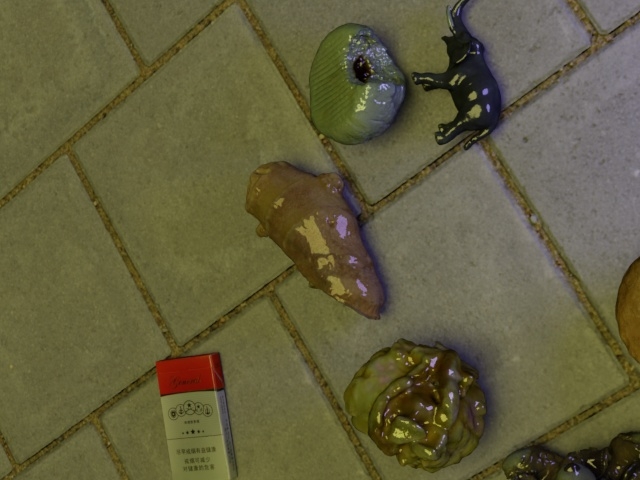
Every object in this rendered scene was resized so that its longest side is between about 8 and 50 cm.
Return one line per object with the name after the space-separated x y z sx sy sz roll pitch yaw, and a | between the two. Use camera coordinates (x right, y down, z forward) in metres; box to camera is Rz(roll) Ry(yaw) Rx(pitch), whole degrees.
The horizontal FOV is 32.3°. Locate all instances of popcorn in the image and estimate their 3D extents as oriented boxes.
0.167 0.270 1.837 0.259 0.259 0.212 27 81 23 | popcorn

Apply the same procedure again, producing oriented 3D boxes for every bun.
0.072 -0.269 1.926 0.204 0.126 0.212 2 87 52 | bun

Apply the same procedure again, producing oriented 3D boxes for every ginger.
0.000 0.000 1.977 0.190 0.126 0.354 -35 79 12 | ginger

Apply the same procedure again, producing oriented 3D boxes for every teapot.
0.567 0.118 1.682 0.203 0.167 0.311 13 101 60 | teapot

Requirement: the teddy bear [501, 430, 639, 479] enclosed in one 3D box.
0.398 0.406 1.718 0.267 0.256 0.156 -12 91 27 | teddy bear

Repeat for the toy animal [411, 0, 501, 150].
0.227 -0.284 1.876 0.137 0.082 0.269 -15 81 23 | toy animal

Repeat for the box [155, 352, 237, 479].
-0.243 0.347 2.152 0.139 0.035 0.245 -11 87 27 | box
